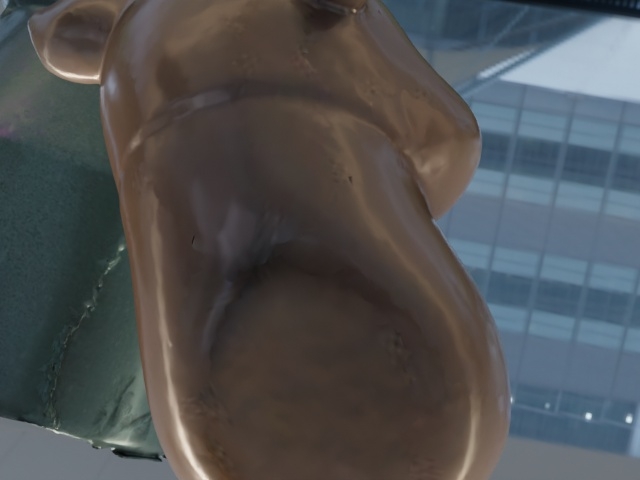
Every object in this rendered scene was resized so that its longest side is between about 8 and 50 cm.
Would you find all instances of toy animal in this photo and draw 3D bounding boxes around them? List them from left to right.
[{"bbox_3d":[-0.011,0.003,0.430,0.166,0.250,0.154,-16,-179,13],"label":"toy animal"}]

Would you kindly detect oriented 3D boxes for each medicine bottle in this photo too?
[{"bbox_3d":[-0.157,-0.033,0.716,0.244,0.290,0.245,21,174,2],"label":"medicine bottle"}]
